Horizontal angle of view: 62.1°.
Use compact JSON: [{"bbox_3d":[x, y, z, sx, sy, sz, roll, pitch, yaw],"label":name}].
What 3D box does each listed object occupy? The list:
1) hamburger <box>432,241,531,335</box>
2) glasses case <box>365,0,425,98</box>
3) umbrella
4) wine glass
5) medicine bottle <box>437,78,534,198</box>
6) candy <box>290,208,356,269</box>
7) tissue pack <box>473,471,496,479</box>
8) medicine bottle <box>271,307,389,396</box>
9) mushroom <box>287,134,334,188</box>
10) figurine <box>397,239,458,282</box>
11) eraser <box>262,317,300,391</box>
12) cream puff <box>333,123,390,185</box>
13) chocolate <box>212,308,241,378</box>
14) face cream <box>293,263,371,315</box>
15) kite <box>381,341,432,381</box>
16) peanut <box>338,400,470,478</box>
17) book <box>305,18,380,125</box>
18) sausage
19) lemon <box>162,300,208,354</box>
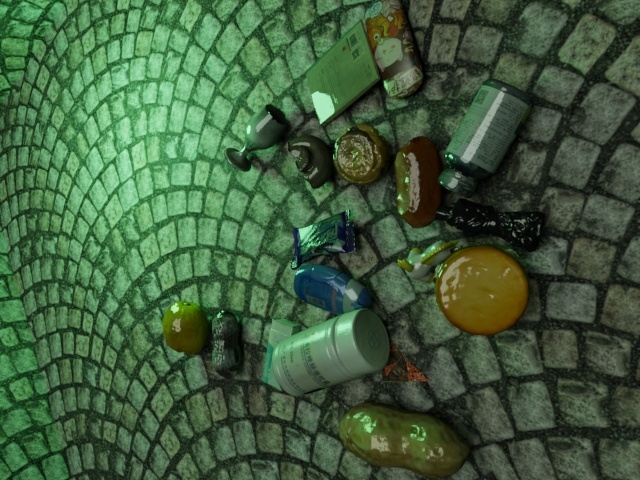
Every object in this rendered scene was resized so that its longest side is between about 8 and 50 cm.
[{"bbox_3d":[0.410,0.122,1.360,0.246,0.170,0.246,0,92,10],"label":"hamburger"},{"bbox_3d":[0.219,-0.574,1.573,0.122,0.082,0.321,-22,77,32],"label":"glasses case"},{"bbox_3d":[0.436,-0.046,1.384,0.272,0.122,0.110,13,118,26],"label":"umbrella"},{"bbox_3d":[-0.222,-0.356,1.851,0.241,0.126,0.126,-42,66,29],"label":"wine glass"},{"bbox_3d":[0.418,-0.258,1.381,0.141,0.141,0.293,36,105,30],"label":"medicine bottle"},{"bbox_3d":[0.000,0.000,1.721,0.275,0.070,0.145,-18,71,37],"label":"candy"},{"bbox_3d":[0.439,0.706,1.390,0.115,0.065,0.155,-39,67,26],"label":"tissue pack"},{"bbox_3d":[0.032,0.341,1.608,0.332,0.190,0.189,-28,73,32],"label":"medicine bottle"},{"bbox_3d":[-0.021,-0.266,1.704,0.117,0.141,0.188,-33,72,6],"label":"mushroom"},{"bbox_3d":[0.309,0.047,1.461,0.178,0.130,0.109,-30,69,31],"label":"figurine"},{"bbox_3d":[-0.133,0.387,1.807,0.096,0.052,0.225,14,97,37],"label":"eraser"},{"bbox_3d":[0.125,-0.259,1.602,0.189,0.129,0.189,4,99,30],"label":"cream puff"},{"bbox_3d":[-0.342,0.374,1.922,0.110,0.110,0.248,-6,81,35],"label":"chocolate"},{"bbox_3d":[0.041,0.159,1.667,0.264,0.083,0.149,17,118,31],"label":"face cream"},{"bbox_3d":[0.219,0.382,1.591,0.222,0.008,0.125,44,115,28],"label":"kite"},{"bbox_3d":[0.219,0.549,1.471,0.387,0.192,0.169,-1,80,35],"label":"peanut"},{"bbox_3d":[0.063,-0.522,1.674,0.283,0.025,0.214,-27,72,47],"label":"book"},{"bbox_3d":[0.281,-0.163,1.490,0.133,0.133,0.258,-3,89,35],"label":"sausage"},{"bbox_3d":[-0.509,0.331,2.007,0.170,0.170,0.207,1,95,35],"label":"lemon"}]
